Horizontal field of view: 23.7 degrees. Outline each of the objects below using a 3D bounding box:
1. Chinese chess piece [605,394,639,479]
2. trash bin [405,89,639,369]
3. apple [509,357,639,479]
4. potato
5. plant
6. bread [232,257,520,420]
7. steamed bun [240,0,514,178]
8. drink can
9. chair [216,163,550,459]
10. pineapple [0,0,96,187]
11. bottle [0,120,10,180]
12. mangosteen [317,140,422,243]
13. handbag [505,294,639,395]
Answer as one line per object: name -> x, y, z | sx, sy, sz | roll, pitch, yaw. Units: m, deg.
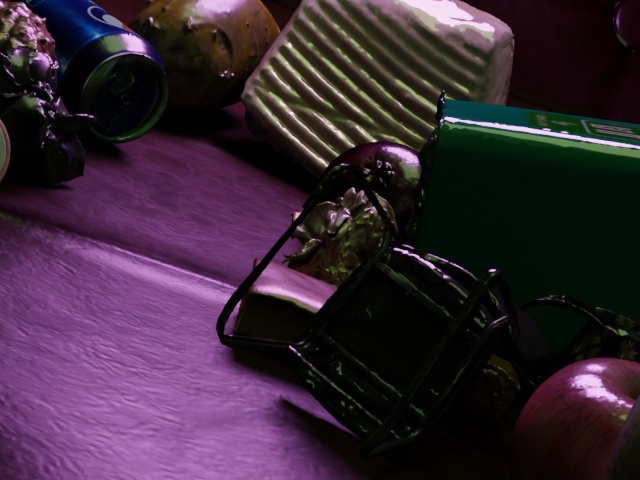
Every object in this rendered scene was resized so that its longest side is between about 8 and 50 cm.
Chinese chess piece -> 0.286, 0.144, 0.886 | 0.250, 0.250, 0.101 | 15, 18, -29
trash bin -> 0.258, 0.027, 1.305 | 0.381, 0.295, 0.259 | 13, 12, 4
apple -> 0.197, 0.150, 1.002 | 0.153, 0.120, 0.153 | 17, 19, -6
potato -> -0.130, -0.229, 1.772 | 0.141, 0.176, 0.298 | 51, 22, 3
plant -> 0.000, 0.000, 1.288 | 0.116, 0.105, 0.122 | -14, 30, -40
bread -> 0.045, 0.082, 1.156 | 0.226, 0.049, 0.088 | 23, 14, -5
steamed bun -> 0.081, -0.159, 1.785 | 0.290, 0.274, 0.272 | 29, -1, 8
drink can -> -0.241, -0.178, 1.532 | 0.118, 0.118, 0.205 | 11, 20, -41
chair -> 0.056, 0.066, 1.044 | 0.140, 0.145, 0.221 | 38, 1, 25
pineapple -> -0.269, -0.130, 1.349 | 0.119, 0.111, 0.237 | -14, 34, -11
bottle -> -0.311, -0.071, 0.989 | 0.236, 0.148, 0.147 | 21, 12, -43
mangosteen -> 0.063, -0.030, 1.491 | 0.140, 0.140, 0.140 | 22, 14, -6
handbag -> 0.196, 0.097, 1.151 | 0.139, 0.115, 0.072 | 37, 14, -12
